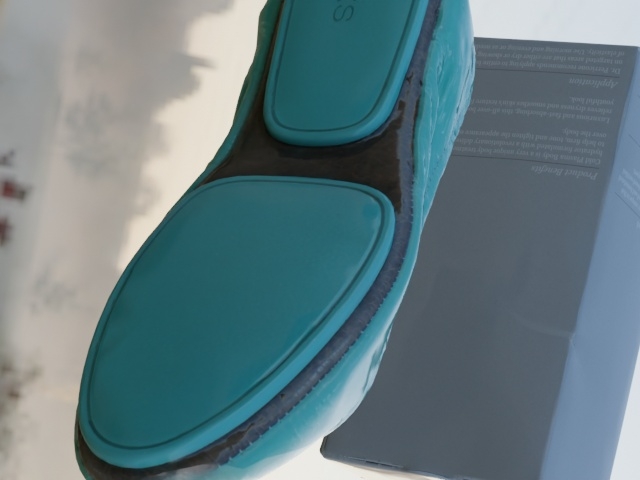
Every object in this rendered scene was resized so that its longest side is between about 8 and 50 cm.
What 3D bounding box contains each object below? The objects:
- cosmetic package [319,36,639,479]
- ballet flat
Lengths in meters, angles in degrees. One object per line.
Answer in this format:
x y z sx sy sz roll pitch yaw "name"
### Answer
0.099 0.020 1.010 0.107 0.127 0.238 32 70 -58 "cosmetic package"
0.000 0.000 0.602 0.087 0.083 0.247 73 29 -44 "ballet flat"
